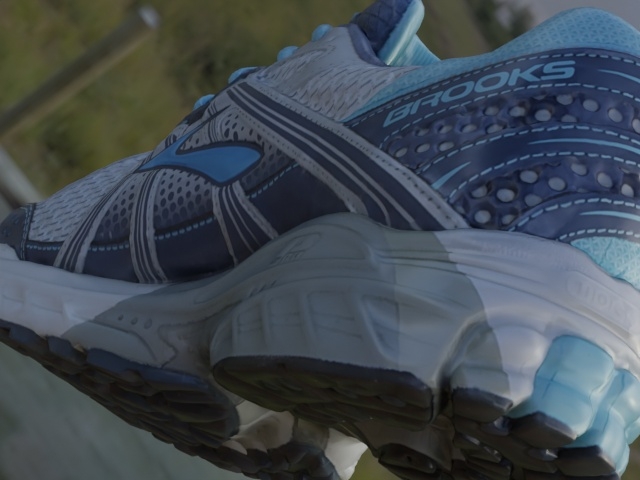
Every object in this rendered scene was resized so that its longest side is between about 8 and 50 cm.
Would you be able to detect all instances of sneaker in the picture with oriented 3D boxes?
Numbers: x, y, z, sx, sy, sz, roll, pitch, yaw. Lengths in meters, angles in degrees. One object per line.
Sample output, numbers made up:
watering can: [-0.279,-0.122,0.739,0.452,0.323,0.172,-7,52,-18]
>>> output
sneaker: [0.000,0.000,0.540,0.110,0.283,0.122,34,71,-31]
